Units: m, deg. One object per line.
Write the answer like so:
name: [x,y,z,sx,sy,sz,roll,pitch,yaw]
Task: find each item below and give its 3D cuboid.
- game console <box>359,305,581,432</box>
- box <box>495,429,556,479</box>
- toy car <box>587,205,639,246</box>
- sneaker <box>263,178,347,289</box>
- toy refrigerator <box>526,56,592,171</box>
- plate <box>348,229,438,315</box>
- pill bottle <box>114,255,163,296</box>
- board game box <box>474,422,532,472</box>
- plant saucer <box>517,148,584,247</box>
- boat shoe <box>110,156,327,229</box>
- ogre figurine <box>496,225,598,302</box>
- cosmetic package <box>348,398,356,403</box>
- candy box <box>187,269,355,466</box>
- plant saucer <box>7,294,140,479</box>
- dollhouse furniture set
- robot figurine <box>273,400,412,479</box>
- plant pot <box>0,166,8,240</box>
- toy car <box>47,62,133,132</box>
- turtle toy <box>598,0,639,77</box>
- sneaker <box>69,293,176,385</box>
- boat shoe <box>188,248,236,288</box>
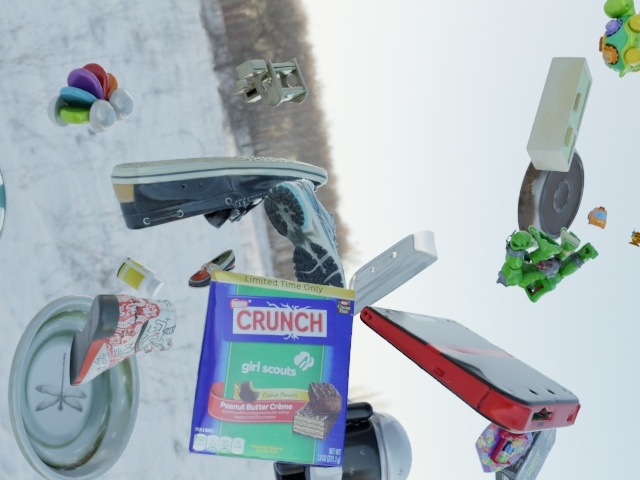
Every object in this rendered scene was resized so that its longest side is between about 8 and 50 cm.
game console: [0.285,0.233,1.487,0.342,0.060,0.386,31,8,34]
box: [0.542,0.560,2.117,0.060,0.270,0.216,21,-38,29]
toy car: [0.603,-0.035,1.645,0.060,0.122,0.040,-26,137,-56]
sneaker: [0.000,0.000,1.648,0.122,0.110,0.283,-34,104,-52]
toy refrigerator: [0.596,-0.312,1.989,0.102,0.094,0.269,45,60,-52]
plate: [0.169,0.073,2.050,0.045,0.278,0.277,53,14,-10]
pill bottle: [-0.467,0.095,2.085,0.116,0.065,0.065,32,-10,7]
board game box: [0.395,0.432,1.692,0.033,0.133,0.168,45,-19,51]
plant saucer: [0.635,-0.125,2.180,0.050,0.310,0.310,17,-53,41]
boat shoe: [-0.220,-0.110,1.833,0.187,0.500,0.156,-162,-112,-63]
ogre figurine: [0.384,0.040,1.409,0.097,0.197,0.118,49,-55,26]
cosmetic package: [-0.006,0.476,1.931,0.217,0.156,0.385,36,-24,-4]
candy box: [-0.084,0.230,1.437,0.122,0.268,0.317,127,-30,-70]
plant saucer: [-0.543,0.319,1.729,0.400,0.100,0.400,-6,90,-67]
dollhouse furniture set: [-0.149,-0.339,1.860,0.182,0.161,0.101,-21,90,-55]
robot figurine: [0.044,0.433,1.620,0.209,0.278,0.173,102,-20,-65]
plant pot: [-0.517,-0.046,0.976,0.235,0.293,0.293,-7,-84,55]
toy car: [-0.528,-0.332,1.845,0.182,0.159,0.136,-53,149,-54]
turtle toy: [0.454,-0.310,1.211,0.095,0.066,0.130,-3,99,-68]
sneaker: [-0.332,0.177,1.365,0.270,0.145,0.090,-51,-138,47]
boat shoe: [-0.232,0.061,1.730,0.049,0.137,0.043,25,-54,29]
